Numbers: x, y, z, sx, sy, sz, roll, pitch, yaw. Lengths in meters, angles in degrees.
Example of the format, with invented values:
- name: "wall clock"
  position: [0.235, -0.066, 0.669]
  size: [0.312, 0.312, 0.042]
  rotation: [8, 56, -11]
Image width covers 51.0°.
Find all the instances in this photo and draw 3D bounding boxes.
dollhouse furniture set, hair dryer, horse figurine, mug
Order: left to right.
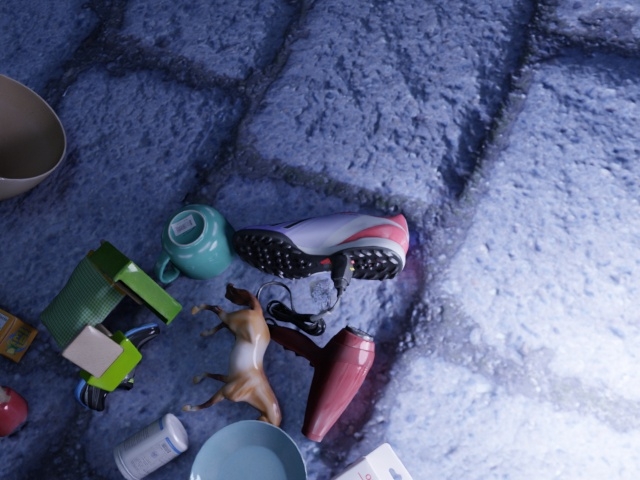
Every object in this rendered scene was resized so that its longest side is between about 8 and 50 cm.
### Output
- name: "dollhouse furniture set"
  position: [-0.419, 0.095, 1.179]
  size: [0.302, 0.151, 0.197]
  rotation: [28, 73, 44]
- name: "mug"
  position: [-0.234, 0.009, 1.248]
  size: [0.130, 0.097, 0.157]
  rotation: [11, 68, 19]
- name: "horse figurine"
  position: [-0.144, 0.194, 1.146]
  size: [0.175, 0.066, 0.263]
  rotation: [-4, 72, 24]
- name: "hair dryer"
  position: [-0.007, 0.186, 1.127]
  size: [0.224, 0.080, 0.293]
  rotation: [-26, 57, 35]

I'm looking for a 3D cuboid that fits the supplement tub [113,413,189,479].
- name: "supplement tub"
  position: [-0.280, 0.344, 1.116]
  size: [0.107, 0.071, 0.071]
  rotation: [-31, 61, -1]

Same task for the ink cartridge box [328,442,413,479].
- name: "ink cartridge box"
  position: [0.051, 0.399, 0.986]
  size: [0.198, 0.067, 0.115]
  rotation: [-34, 77, -8]

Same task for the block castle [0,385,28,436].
- name: "block castle"
  position: [-0.753, 0.396, 1.125]
  size: [0.454, 0.212, 0.303]
  rotation: [-11, 41, 4]

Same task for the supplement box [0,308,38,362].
- name: "supplement box"
  position: [-0.668, 0.153, 1.306]
  size: [0.234, 0.078, 0.080]
  rotation: [23, 70, 23]

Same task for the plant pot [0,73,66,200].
- name: "plant pot"
  position: [-0.706, -0.188, 1.398]
  size: [0.191, 0.284, 0.284]
  rotation: [-40, 54, 37]

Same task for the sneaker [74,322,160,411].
- name: "sneaker"
  position: [-0.353, 0.226, 1.204]
  size: [0.078, 0.067, 0.188]
  rotation: [39, 77, 5]

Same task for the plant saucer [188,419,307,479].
- name: "plant saucer"
  position: [-0.112, 0.387, 1.066]
  size: [0.195, 0.037, 0.194]
  rotation: [-5, 67, 11]

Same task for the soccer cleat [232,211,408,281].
- name: "soccer cleat"
  position: [0.000, 0.000, 1.200]
  size: [0.318, 0.108, 0.116]
  rotation: [2, 45, 18]
